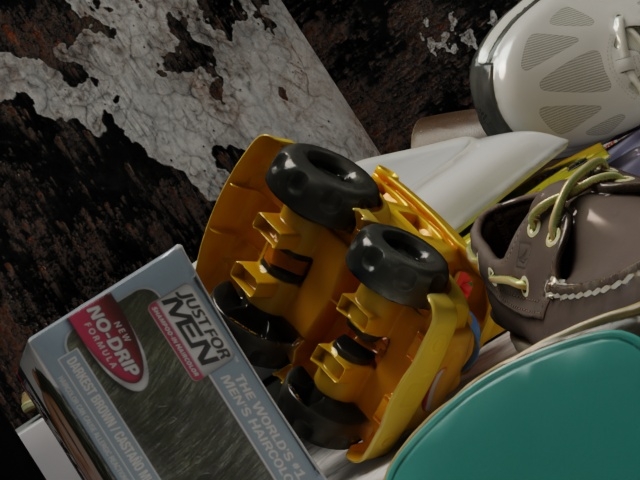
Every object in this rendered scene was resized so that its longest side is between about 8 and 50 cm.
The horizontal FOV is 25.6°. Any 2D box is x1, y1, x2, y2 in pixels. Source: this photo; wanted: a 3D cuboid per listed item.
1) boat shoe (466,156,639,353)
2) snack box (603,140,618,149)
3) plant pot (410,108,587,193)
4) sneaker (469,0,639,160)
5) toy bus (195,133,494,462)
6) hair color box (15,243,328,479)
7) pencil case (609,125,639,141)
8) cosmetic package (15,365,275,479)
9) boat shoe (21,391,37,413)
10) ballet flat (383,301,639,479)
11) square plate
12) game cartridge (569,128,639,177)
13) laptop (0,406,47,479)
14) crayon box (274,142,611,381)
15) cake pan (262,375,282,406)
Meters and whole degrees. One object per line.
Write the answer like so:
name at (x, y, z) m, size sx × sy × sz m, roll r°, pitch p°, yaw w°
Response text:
boat shoe at (0.150, 0.010, 0.786) m, size 0.116 × 0.096 × 0.324 m, roll -33°, pitch 0°, yaw -4°
snack box at (0.431, -0.124, 2.358) m, size 0.178 × 0.022 × 0.064 m, roll -32°, pitch 1°, yaw -43°
plant pot at (0.294, -0.125, 2.215) m, size 0.230 × 0.215 × 0.215 m, roll -17°, pitch 8°, yaw 28°
sneaker at (0.365, -0.208, 1.312) m, size 0.447 × 0.169 × 0.257 m, roll -23°, pitch 6°, yaw -27°
toy bus at (0.051, 0.041, 0.990) m, size 0.211 × 0.220 × 0.149 m, roll 6°, pitch -60°, yaw -42°
hair color box at (-0.121, 0.133, 1.005) m, size 0.113 × 0.185 × 0.374 m, roll -32°, pitch 0°, yaw -16°
pencil case at (0.337, -0.163, 1.578) m, size 0.206 × 0.088 × 0.086 m, roll -25°, pitch -9°, yaw -32°
cosmetic package at (-0.198, 0.175, 1.492) m, size 0.377 × 0.097 × 0.284 m, roll -33°, pitch 3°, yaw -8°
boat shoe at (-0.250, 0.124, 1.425) m, size 0.153 × 0.048 × 0.056 m, roll -34°, pitch 3°, yaw -43°
ballet flat at (0.130, 0.051, 0.455) m, size 0.232 × 0.080 × 0.073 m, roll -30°, pitch -27°, yaw 17°
square plate at (0.000, 0.000, 1.277) m, size 0.347 × 0.049 × 0.344 m, roll -35°, pitch 14°, yaw -28°
game cartridge at (0.291, -0.054, 1.464) m, size 0.230 × 0.068 × 0.355 m, roll -28°, pitch 3°, yaw 36°
laptop at (-0.376, 0.270, 1.312) m, size 0.136 × 0.234 × 0.264 m, roll -31°, pitch -1°, yaw -45°
crayon box at (0.125, 0.035, 1.204) m, size 0.318 × 0.081 × 0.202 m, roll -33°, pitch 1°, yaw 12°
cake pan at (-0.053, 0.169, 1.446) m, size 0.293 × 0.054 × 0.293 m, roll -33°, pitch 0°, yaw 0°
